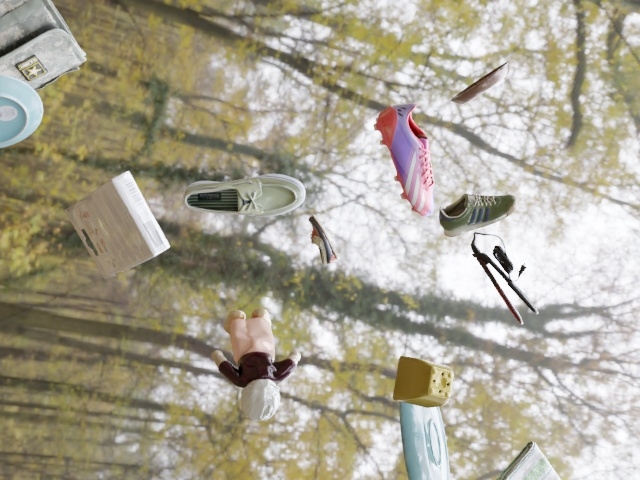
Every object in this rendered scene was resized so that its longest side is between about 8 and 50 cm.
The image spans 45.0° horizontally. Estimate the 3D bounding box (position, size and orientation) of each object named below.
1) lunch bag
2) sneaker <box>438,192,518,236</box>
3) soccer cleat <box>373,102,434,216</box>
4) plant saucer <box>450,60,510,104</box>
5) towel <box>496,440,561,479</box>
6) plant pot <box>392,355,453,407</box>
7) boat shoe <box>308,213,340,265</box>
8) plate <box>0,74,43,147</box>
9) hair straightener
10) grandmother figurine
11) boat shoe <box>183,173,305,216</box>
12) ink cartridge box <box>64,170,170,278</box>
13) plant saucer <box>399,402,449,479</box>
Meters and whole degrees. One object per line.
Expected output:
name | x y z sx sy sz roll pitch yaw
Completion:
lunch bag | -0.689 -0.461 1.715 0.235 0.287 0.169 -31 -149 -4
sneaker | 0.374 -0.079 1.858 0.192 0.086 0.064 -23 -145 13
soccer cleat | 0.190 -0.158 1.552 0.095 0.248 0.083 -17 -157 23
plant saucer | 0.395 -0.380 1.893 0.029 0.168 0.168 56 -27 -5
towel | 0.418 0.480 1.509 0.113 0.152 0.023 -43 -160 -16
plant pot | 0.189 0.250 1.360 0.083 0.082 0.081 -15 -120 60
boat shoe | 0.000 0.000 1.762 0.043 0.137 0.049 -26 -145 3
plate | -0.604 -0.226 1.415 0.188 0.188 0.024 -56 -133 41
hair straightener | 0.420 0.070 1.737 0.089 0.047 0.230 -35 -102 14
grandmother figurine | -0.149 0.291 1.823 0.342 0.208 0.104 -104 -175 -59
boat shoe | -0.188 -0.099 1.900 0.094 0.303 0.109 -95 -179 -71
ink cartridge box | -0.434 -0.027 1.645 0.225 0.056 0.180 -21 -80 47
plant saucer | 0.230 0.437 1.664 0.317 0.044 0.317 -12 90 -74
